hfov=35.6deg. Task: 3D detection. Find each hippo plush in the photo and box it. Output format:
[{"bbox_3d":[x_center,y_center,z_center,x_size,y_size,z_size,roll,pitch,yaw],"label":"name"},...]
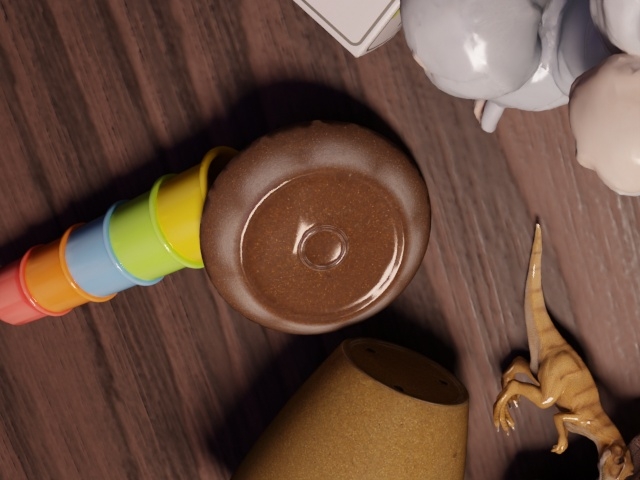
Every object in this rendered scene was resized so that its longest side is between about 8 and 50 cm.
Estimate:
[{"bbox_3d":[0.191,-0.164,0.649,0.236,0.294,0.234,26,108,40],"label":"hippo plush"}]

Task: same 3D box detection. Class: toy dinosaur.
[{"bbox_3d":[0.193,0.105,0.831,0.112,0.064,0.211,-33,72,32],"label":"toy dinosaur"}]

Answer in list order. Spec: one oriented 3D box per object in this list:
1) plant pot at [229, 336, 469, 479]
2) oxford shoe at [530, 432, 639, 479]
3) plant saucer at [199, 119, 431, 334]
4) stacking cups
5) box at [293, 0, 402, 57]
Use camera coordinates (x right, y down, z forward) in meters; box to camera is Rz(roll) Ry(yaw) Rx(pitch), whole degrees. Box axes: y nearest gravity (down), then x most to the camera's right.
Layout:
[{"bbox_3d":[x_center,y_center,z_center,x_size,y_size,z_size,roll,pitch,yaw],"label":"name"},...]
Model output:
[{"bbox_3d":[0.027,0.222,0.875,0.237,0.237,0.254,24,103,12],"label":"plant pot"},{"bbox_3d":[0.199,0.289,0.890,0.364,0.130,0.132,-42,63,34],"label":"oxford shoe"},{"bbox_3d":[0.000,0.000,0.823,0.199,0.036,0.198,-4,115,-8],"label":"plant saucer"},{"bbox_3d":[-0.197,0.011,0.933,0.316,0.096,0.096,-21,102,29],"label":"stacking cups"},{"bbox_3d":[-0.015,-0.297,0.730,0.290,0.087,0.169,43,121,1],"label":"box"}]
